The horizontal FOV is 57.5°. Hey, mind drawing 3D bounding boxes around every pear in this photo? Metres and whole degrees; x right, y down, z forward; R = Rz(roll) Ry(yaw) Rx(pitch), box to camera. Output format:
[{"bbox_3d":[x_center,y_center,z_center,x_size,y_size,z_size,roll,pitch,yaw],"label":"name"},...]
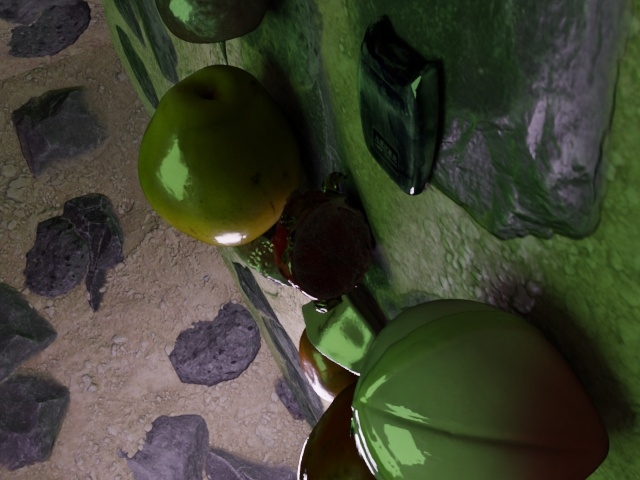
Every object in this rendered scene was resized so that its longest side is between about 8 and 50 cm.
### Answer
[{"bbox_3d":[-0.225,-0.174,1.312,0.362,0.363,0.418,52,156,33],"label":"pear"}]

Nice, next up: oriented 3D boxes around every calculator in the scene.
[{"bbox_3d":[0.111,-0.181,0.865,0.177,0.040,0.268,55,166,34],"label":"calculator"}]

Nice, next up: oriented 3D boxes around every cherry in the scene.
[{"bbox_3d":[-0.202,-0.463,1.070,0.236,0.213,0.285,33,137,44],"label":"cherry"}]

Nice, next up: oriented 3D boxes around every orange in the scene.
[{"bbox_3d":[0.043,0.313,1.553,0.240,0.171,0.240,53,156,36],"label":"orange"}]

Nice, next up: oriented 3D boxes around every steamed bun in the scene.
[{"bbox_3d":[0.217,0.227,0.759,0.309,0.309,0.309,54,161,29],"label":"steamed bun"}]

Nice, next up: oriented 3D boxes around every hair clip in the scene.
[{"bbox_3d":[0.054,0.201,1.390,0.282,0.113,0.172,45,115,25],"label":"hair clip"}]

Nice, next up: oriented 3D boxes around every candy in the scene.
[{"bbox_3d":[-0.124,0.005,1.541,0.289,0.214,0.157,42,114,45],"label":"candy"}]

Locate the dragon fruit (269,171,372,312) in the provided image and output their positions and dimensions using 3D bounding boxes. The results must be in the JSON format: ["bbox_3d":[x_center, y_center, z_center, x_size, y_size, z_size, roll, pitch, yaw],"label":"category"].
[{"bbox_3d":[0.000,0.000,1.202,0.147,0.211,0.282,13,101,61],"label":"dragon fruit"}]

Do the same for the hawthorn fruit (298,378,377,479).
[{"bbox_3d":[0.130,0.503,1.213,0.402,0.403,0.402,54,161,29],"label":"hawthorn fruit"}]
